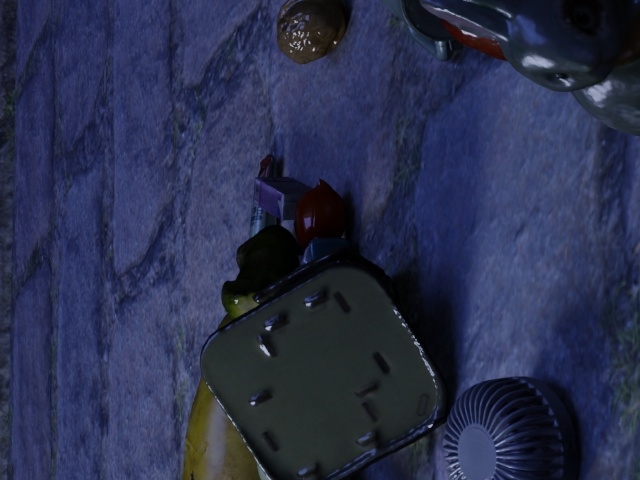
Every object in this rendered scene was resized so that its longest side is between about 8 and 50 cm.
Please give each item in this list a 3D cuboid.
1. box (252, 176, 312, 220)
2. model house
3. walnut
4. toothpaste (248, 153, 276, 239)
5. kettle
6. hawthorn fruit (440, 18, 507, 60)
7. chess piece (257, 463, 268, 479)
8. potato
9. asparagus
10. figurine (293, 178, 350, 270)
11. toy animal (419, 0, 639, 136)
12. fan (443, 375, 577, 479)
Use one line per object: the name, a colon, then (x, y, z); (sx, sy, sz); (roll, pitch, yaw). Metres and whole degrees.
box: (-0.044, -0.053, 2.002); (0.117, 0.050, 0.036); (-152, 62, -65)
model house: (0.026, 0.109, 1.728); (0.205, 0.218, 0.279); (59, -163, -8)
walnut: (-0.012, -0.260, 1.937); (0.096, 0.082, 0.079); (-51, 9, 43)
toothpaste: (-0.076, 0.008, 2.087); (0.062, 0.039, 0.239); (150, 125, -72)
kettle: (0.112, -0.259, 1.641); (0.098, 0.127, 0.148); (-48, 26, 4)
hawthorn fruit: (0.192, -0.265, 1.297); (0.253, 0.205, 0.205); (-63, 30, 35)
chess piece: (-0.012, 0.307, 1.750); (0.144, 0.144, 0.251); (119, 154, -45)
potato: (-0.091, 0.228, 1.938); (0.173, 0.140, 0.300); (-178, 99, -75)
asparagus: (-0.067, 0.048, 1.875); (0.343, 0.082, 0.085); (-83, -12, -77)
figurine: (0.000, 0.000, 1.861); (0.075, 0.068, 0.140); (140, 129, -64)
toy animal: (0.195, -0.147, 1.181); (0.125, 0.251, 0.127); (16, 100, 64)
fan: (0.164, 0.242, 1.412); (0.130, 0.074, 0.244); (8, 97, 57)
